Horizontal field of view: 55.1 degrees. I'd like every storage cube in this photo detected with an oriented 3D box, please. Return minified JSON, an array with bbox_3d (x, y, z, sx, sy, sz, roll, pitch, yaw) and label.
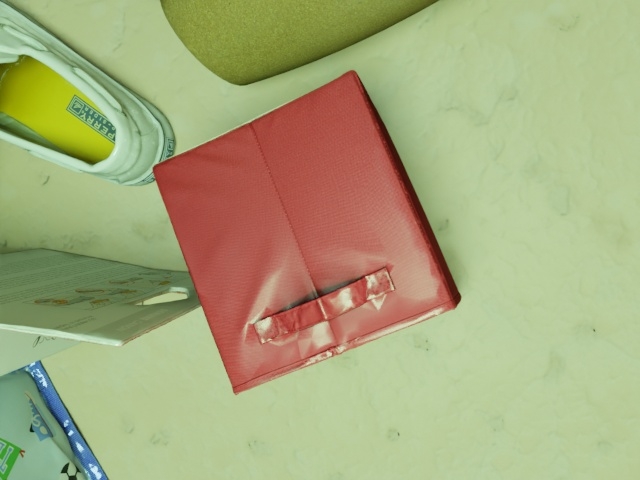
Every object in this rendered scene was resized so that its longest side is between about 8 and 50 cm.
[{"bbox_3d":[0.000,0.000,0.541,0.183,0.215,0.193,-24,83,12],"label":"storage cube"}]

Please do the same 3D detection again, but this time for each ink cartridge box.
[{"bbox_3d":[-0.226,0.064,0.538,0.261,0.296,0.066,8,96,10],"label":"ink cartridge box"}]

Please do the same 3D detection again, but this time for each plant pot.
[{"bbox_3d":[-0.012,-0.259,0.535,0.254,0.237,0.237,-34,87,26],"label":"plant pot"}]

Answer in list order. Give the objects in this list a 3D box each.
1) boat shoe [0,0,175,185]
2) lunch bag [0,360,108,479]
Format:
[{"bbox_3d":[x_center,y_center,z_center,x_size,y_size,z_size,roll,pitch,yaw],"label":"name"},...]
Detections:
[{"bbox_3d":[-0.333,-0.165,0.615,0.367,0.156,0.136,33,98,6],"label":"boat shoe"},{"bbox_3d":[-0.448,0.288,0.549,0.327,0.385,0.239,-34,87,11],"label":"lunch bag"}]
